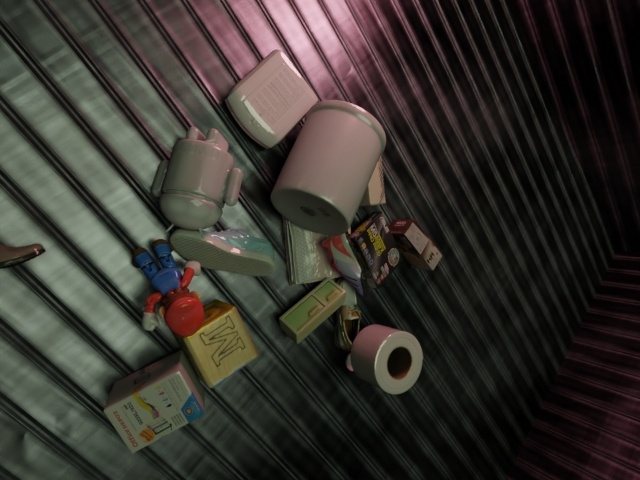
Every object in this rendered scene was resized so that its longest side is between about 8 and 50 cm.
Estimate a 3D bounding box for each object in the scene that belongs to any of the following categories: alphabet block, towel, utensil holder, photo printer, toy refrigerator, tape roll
[{"bbox_3d":[-0.358,0.339,1.402,0.193,0.192,0.197,-31,108,-30],"label":"alphabet block"},{"bbox_3d":[0.000,0.000,1.708,0.317,0.053,0.331,-10,97,-32],"label":"towel"},{"bbox_3d":[0.027,-0.257,1.536,0.327,0.328,0.385,36,66,-28],"label":"utensil holder"},{"bbox_3d":[-0.185,-0.513,1.549,0.256,0.107,0.307,47,68,-24],"label":"photo printer"},{"bbox_3d":[-0.028,0.271,1.643,0.269,0.102,0.094,-37,149,-27],"label":"toy refrigerator"},{"bbox_3d":[0.266,0.473,1.683,0.246,0.169,0.246,0,90,-29],"label":"tape roll"}]

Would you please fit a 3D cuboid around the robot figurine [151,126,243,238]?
[{"bbox_3d":[-0.400,-0.185,1.351,0.200,0.300,0.353,47,51,-71],"label":"robot figurine"}]

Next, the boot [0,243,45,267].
[{"bbox_3d":[-0.900,0.004,1.118,0.246,0.083,0.161,-19,95,-32],"label":"boot"}]

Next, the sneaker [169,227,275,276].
[{"bbox_3d":[-0.337,0.017,1.472,0.366,0.135,0.150,20,40,-22],"label":"sneaker"}]

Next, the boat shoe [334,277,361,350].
[{"bbox_3d":[0.122,0.310,1.758,0.113,0.103,0.302,-3,92,-33],"label":"boat shoe"}]

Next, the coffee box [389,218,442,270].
[{"bbox_3d":[0.430,0.020,1.930,0.246,0.141,0.098,48,67,-24],"label":"coffee box"}]

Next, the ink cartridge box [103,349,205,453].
[{"bbox_3d":[-0.503,0.490,1.288,0.233,0.168,0.171,-26,104,-10],"label":"ink cartridge box"}]

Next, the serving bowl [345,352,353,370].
[{"bbox_3d":[0.140,0.524,1.817,0.083,0.027,0.083,0,90,-33],"label":"serving bowl"}]

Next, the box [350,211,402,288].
[{"bbox_3d":[0.241,0.042,1.825,0.216,0.060,0.270,-43,118,-33],"label":"box"}]

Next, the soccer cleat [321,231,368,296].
[{"bbox_3d":[0.109,0.106,1.703,0.116,0.108,0.318,-19,119,11],"label":"soccer cleat"}]

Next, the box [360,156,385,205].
[{"bbox_3d":[0.202,-0.288,1.799,0.094,0.113,0.275,-10,97,-33],"label":"box"}]

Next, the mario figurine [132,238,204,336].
[{"bbox_3d":[-0.471,0.165,1.312,0.320,0.198,0.170,56,16,22],"label":"mario figurine"}]
